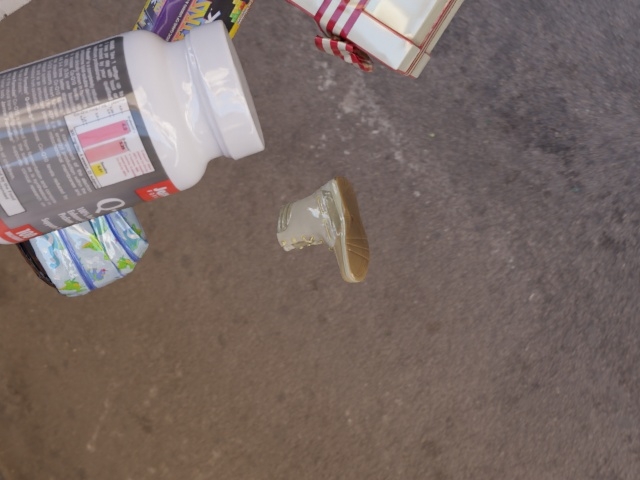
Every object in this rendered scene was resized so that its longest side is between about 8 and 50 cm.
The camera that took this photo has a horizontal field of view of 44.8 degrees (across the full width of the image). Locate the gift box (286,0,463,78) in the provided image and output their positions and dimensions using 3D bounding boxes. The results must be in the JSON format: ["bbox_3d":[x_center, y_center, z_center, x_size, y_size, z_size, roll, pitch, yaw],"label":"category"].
[{"bbox_3d":[0.079,-0.401,1.188,0.276,0.255,0.258,35,105,12],"label":"gift box"}]

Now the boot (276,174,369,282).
[{"bbox_3d":[0.000,0.000,1.827,0.203,0.095,0.262,-24,67,30],"label":"boot"}]

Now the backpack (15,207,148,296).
[{"bbox_3d":[-0.456,-0.078,1.367,0.273,0.290,0.356,-10,90,-18],"label":"backpack"}]

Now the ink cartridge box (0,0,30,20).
[{"bbox_3d":[-0.475,-0.325,1.063,0.104,0.180,0.060,1,130,33],"label":"ink cartridge box"}]

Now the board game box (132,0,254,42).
[{"bbox_3d":[-0.189,-0.337,1.165,0.170,0.141,0.048,-53,58,31],"label":"board game box"}]

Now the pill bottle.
[{"bbox_3d":[-0.268,-0.142,0.983,0.362,0.210,0.210,-17,89,1],"label":"pill bottle"}]
